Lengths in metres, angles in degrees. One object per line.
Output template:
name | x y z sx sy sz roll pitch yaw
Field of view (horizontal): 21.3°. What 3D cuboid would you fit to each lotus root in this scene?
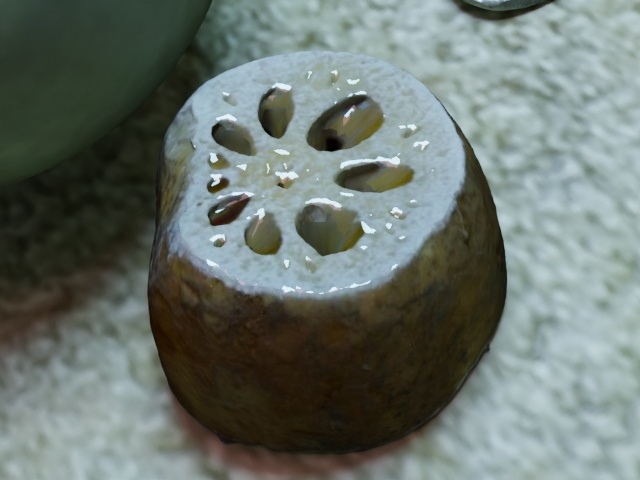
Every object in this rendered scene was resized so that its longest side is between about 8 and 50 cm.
lotus root | 0.003 0.000 0.533 0.112 0.081 0.122 -1 50 3

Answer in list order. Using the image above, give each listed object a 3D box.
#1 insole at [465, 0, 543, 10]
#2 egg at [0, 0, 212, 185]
insole | 0.045 -0.153 0.692 0.063 0.010 0.192 -23 50 -6
egg | -0.159 -0.167 0.587 0.258 0.258 0.352 -21 53 -6
